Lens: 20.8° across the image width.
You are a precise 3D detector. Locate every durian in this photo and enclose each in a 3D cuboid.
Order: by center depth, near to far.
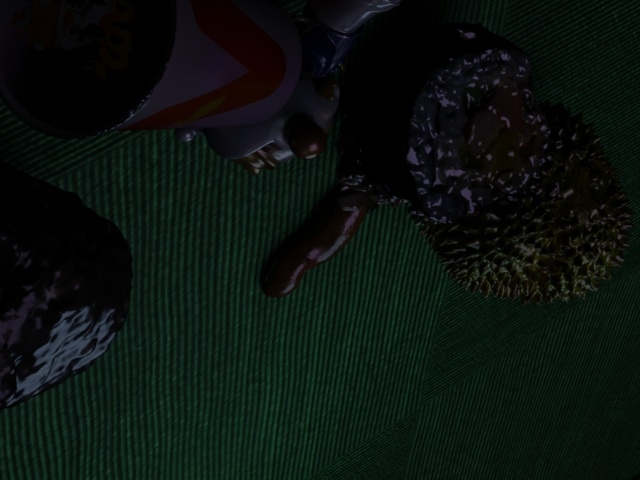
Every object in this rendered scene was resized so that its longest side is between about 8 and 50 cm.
[{"bbox_3d":[0.254,-0.056,2.198,0.291,0.291,0.224,-33,156,-19],"label":"durian"}]

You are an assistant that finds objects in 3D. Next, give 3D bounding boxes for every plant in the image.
[{"bbox_3d":[-0.321,0.041,1.560,0.215,0.213,0.312,-50,167,9],"label":"plant"}]

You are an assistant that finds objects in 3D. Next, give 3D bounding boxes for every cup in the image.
[{"bbox_3d":[-0.140,-0.179,1.580,0.203,0.203,0.288,-52,159,17],"label":"cup"}]

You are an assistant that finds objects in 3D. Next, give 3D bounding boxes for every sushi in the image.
[{"bbox_3d":[0.124,-0.133,1.999,0.238,0.219,0.225,8,91,-26],"label":"sushi"}]

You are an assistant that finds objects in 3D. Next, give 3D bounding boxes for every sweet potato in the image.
[{"bbox_3d":[0.000,0.001,2.154,0.058,0.055,0.202,37,103,-26],"label":"sweet potato"}]

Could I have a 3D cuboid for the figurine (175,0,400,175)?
[{"bbox_3d":[-0.020,-0.171,1.746,0.133,0.194,0.274,27,143,-25],"label":"figurine"}]
